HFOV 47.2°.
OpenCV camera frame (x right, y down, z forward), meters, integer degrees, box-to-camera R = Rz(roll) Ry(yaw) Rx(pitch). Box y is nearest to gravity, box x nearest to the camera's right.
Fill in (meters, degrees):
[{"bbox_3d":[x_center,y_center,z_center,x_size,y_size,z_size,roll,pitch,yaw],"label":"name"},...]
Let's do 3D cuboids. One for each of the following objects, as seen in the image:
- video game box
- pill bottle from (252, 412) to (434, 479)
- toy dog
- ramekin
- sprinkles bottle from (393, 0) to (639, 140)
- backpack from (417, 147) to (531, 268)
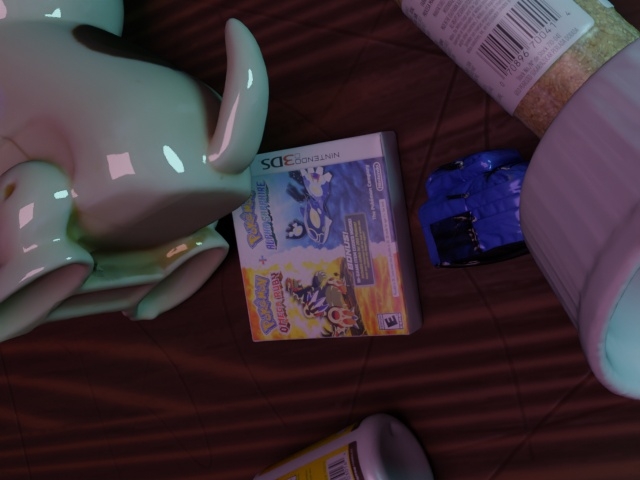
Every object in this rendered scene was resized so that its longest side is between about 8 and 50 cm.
[{"bbox_3d":[0.000,0.000,0.769,0.187,0.048,0.205,-7,95,29],"label":"video game box"},{"bbox_3d":[0.005,0.274,0.769,0.215,0.117,0.117,-33,83,26],"label":"pill bottle"},{"bbox_3d":[-0.268,-0.150,0.737,0.395,0.284,0.408,-44,70,38],"label":"toy dog"},{"bbox_3d":[0.277,-0.026,0.508,0.277,0.277,0.135,-49,42,23],"label":"ramekin"},{"bbox_3d":[0.142,-0.208,0.626,0.355,0.121,0.121,47,114,12],"label":"sprinkles bottle"},{"bbox_3d":[0.156,-0.030,0.643,0.120,0.098,0.101,-15,93,46],"label":"backpack"}]
